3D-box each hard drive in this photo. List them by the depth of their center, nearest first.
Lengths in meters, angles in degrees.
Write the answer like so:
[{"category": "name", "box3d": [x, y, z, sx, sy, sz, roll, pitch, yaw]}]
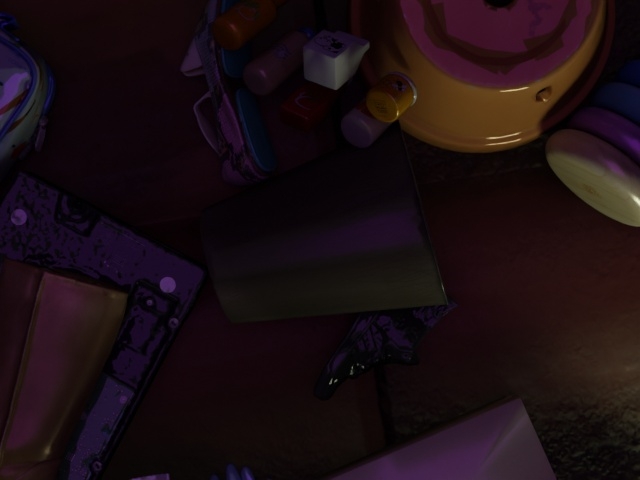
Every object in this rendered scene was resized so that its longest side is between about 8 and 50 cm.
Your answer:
[{"category": "hard drive", "box3d": [-0.299, 0.125, 1.349, 0.237, 0.064, 0.339, 27, 90, 0]}]

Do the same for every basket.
[{"category": "basket", "box3d": [0.000, 0.000, 1.302, 0.227, 0.154, 0.204, -16, 75, 5]}]

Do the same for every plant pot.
[{"category": "plant pot", "box3d": [0.171, -0.241, 1.268, 0.291, 0.203, 0.290, 0, 90, 1]}]

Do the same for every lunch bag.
[{"category": "lunch bag", "box3d": [-0.441, -0.165, 1.325, 0.303, 0.115, 0.243, 31, 89, 1]}]

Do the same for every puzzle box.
[{"category": "puzzle box", "box3d": [0.172, 0.405, 1.352, 0.272, 0.052, 0.409, -23, 91, 1]}]

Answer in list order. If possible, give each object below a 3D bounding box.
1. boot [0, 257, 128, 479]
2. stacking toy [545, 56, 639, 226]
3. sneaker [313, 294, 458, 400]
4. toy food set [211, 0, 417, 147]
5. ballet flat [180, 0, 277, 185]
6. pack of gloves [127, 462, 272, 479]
[{"category": "boot", "box3d": [-0.349, 0.147, 1.280, 0.236, 0.089, 0.269, 16, 92, -12]}, {"category": "stacking toy", "box3d": [0.387, -0.180, 1.312, 0.141, 0.141, 0.330, 39, 84, 0]}, {"category": "sneaker", "box3d": [0.070, 0.117, 1.349, 0.089, 0.051, 0.170, 31, 88, 5]}, {"category": "toy food set", "box3d": [0.011, -0.182, 1.284, 0.232, 0.111, 0.104, 24, 49, 26]}, {"category": "ballet flat", "box3d": [-0.107, -0.166, 1.344, 0.079, 0.077, 0.221, -12, 91, 27]}, {"category": "pack of gloves", "box3d": [-0.130, 0.368, 1.360, 0.195, 0.046, 0.232, -11, 91, 2]}]
